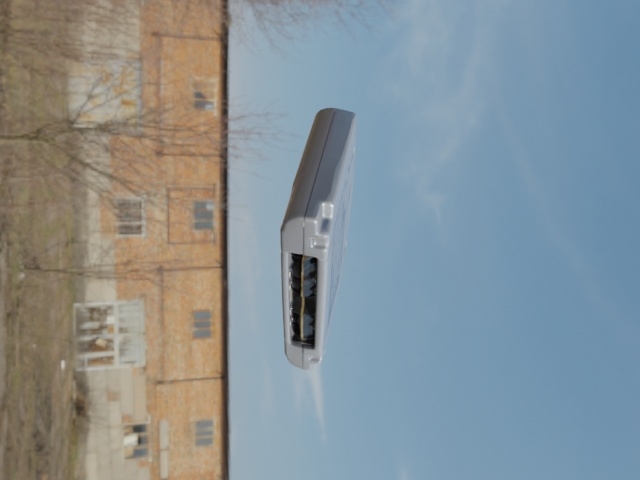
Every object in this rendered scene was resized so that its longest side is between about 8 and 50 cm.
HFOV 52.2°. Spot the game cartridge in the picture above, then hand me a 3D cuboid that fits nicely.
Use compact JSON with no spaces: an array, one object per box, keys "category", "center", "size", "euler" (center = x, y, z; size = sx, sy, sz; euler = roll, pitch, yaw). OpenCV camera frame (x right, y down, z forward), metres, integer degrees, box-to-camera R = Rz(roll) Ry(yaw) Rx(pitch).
[{"category":"game cartridge","center":[0.000,0.000,0.779],"size":[0.294,0.060,0.196],"euler":[92,13,-50]}]
